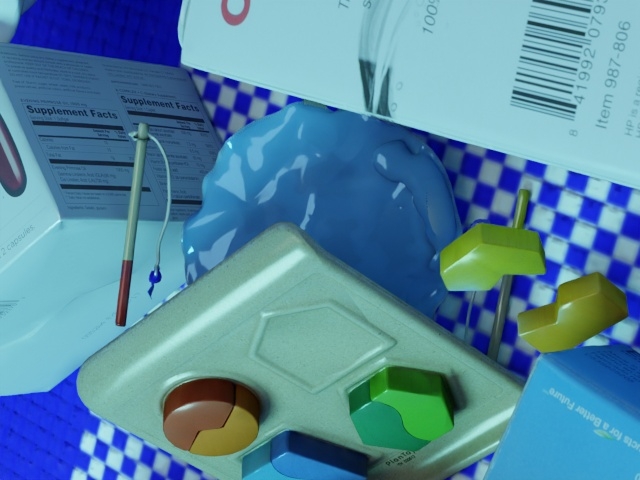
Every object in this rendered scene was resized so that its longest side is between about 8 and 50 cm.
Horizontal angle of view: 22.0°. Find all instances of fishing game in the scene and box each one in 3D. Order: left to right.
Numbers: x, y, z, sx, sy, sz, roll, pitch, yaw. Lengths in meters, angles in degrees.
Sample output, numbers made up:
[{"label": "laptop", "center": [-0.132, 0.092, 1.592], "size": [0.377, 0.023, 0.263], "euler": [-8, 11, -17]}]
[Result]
[{"label": "fishing game", "center": [0.000, 0.000, 1.083], "size": [0.264, 0.041, 0.189], "euler": [6, 94, 2]}]

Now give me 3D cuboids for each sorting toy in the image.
[{"label": "sorting toy", "center": [0.024, 0.082, 1.030], "size": [0.307, 0.229, 0.041], "euler": [-35, 33, 31]}]

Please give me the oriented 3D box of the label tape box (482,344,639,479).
[{"label": "label tape box", "center": [0.182, 0.270, 0.961], "size": [0.249, 0.115, 0.348], "euler": [32, 111, 33]}]

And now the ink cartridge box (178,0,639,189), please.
[{"label": "ink cartridge box", "center": [0.131, -0.197, 0.969], "size": [0.395, 0.166, 0.286], "euler": [19, 100, 35]}]

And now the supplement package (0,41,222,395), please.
[{"label": "supplement package", "center": [-0.221, -0.005, 1.206], "size": [0.262, 0.204, 0.145], "euler": [-38, 68, 31]}]

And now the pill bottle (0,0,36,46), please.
[{"label": "pill bottle", "center": [-0.264, -0.248, 1.194], "size": [0.162, 0.162, 0.278], "euler": [-40, 30, 29]}]
